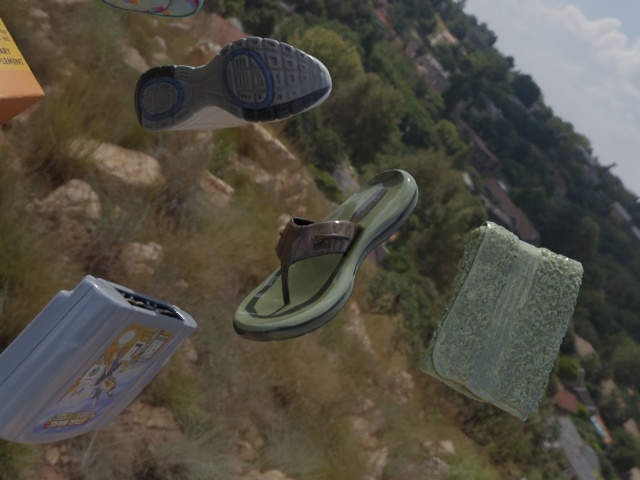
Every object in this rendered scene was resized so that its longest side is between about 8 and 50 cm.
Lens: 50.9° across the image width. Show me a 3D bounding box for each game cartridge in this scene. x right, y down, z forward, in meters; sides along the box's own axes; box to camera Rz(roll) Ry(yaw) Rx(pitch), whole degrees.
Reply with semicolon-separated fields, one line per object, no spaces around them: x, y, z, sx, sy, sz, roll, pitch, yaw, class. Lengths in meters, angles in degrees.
-0.264;0.146;0.784;0.062;0.198;0.297;37;-5;14;game cartridge

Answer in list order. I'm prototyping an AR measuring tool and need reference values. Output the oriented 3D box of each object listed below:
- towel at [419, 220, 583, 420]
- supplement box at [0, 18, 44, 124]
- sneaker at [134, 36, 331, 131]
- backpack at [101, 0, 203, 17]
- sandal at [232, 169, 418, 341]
0.158;0.067;0.574;0.110;0.148;0.027;24;-11;-1;towel
-0.331;-0.204;0.549;0.233;0.080;0.078;60;13;-9;supplement box
-0.114;-0.208;0.935;0.129;0.297;0.111;-7;97;-62;sneaker
-0.212;-0.357;0.816;0.188;0.166;0.144;68;33;-64;backpack
0.000;-0.001;0.758;0.303;0.120;0.086;-49;125;-34;sandal
